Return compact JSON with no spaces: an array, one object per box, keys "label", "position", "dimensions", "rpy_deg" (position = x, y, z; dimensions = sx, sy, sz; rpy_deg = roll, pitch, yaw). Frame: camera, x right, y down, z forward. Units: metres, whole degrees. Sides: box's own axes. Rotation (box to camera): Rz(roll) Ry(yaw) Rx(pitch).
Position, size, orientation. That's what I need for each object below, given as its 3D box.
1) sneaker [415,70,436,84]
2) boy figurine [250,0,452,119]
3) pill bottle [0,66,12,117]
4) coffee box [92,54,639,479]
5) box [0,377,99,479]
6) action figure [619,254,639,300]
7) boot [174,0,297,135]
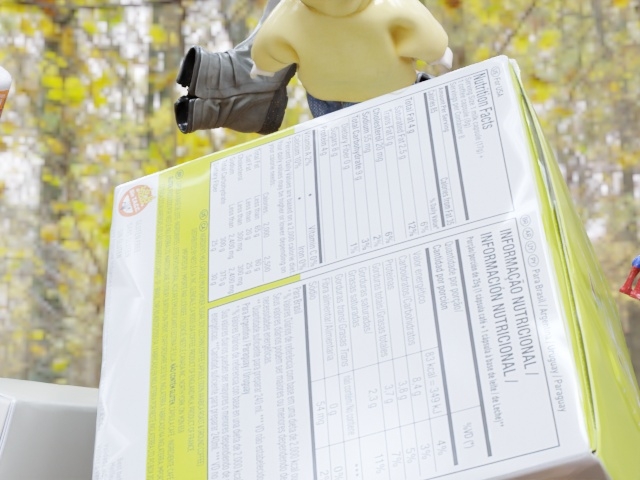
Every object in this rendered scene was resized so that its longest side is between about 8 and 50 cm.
[{"label":"sneaker","position":[0.193,-0.216,2.012],"dimensions":[0.158,0.061,0.065],"rpy_deg":[22,-6,-23]},{"label":"boy figurine","position":[0.019,-0.172,1.112],"dimensions":[0.177,0.092,0.285],"rpy_deg":[-6,-40,13]},{"label":"pill bottle","position":[-0.483,-0.127,1.656],"dimensions":[0.121,0.221,0.121],"rpy_deg":[20,15,-6]},{"label":"coffee box","position":[0.061,0.133,0.967],"dimensions":[0.334,0.338,0.337],"rpy_deg":[-18,-43,16]},{"label":"box","position":[-0.218,0.176,1.059],"dimensions":[0.094,0.113,0.275],"rpy_deg":[14,-5,25]},{"label":"action figure","position":[0.282,-0.004,1.057],"dimensions":[0.030,0.115,0.038],"rpy_deg":[22,5,-6]},{"label":"boot","position":[-0.111,-0.258,1.822],"dimensions":[0.161,0.246,0.083],"rpy_deg":[1,25,-35]}]
